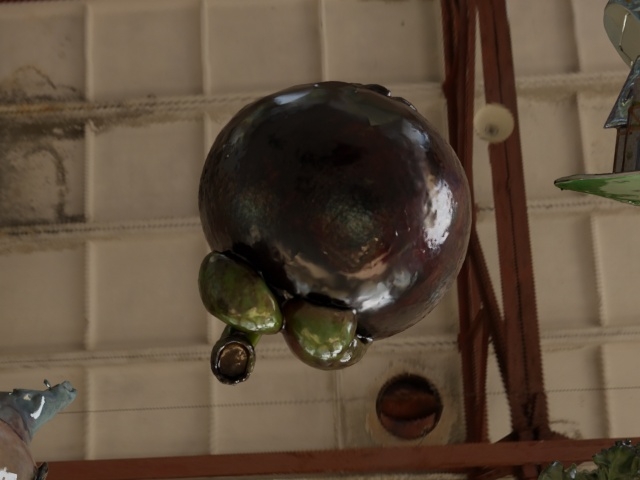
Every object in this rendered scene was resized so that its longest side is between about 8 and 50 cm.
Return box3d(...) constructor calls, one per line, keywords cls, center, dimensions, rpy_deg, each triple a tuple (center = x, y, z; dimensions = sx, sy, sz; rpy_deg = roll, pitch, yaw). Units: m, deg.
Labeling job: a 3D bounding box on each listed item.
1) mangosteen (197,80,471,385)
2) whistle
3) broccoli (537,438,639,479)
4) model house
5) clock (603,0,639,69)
box3d(cls="mangosteen", center=(0.000, 0.000, 1.030), dimensions=(0.306, 0.306, 0.360), rpy_deg=(25, -96, 10))
box3d(cls="whistle", center=(-0.350, 0.212, 0.927), dimensions=(0.189, 0.348, 0.189), rpy_deg=(2, -74, 7))
box3d(cls="broccoli", center=(0.194, 0.232, 0.646), dimensions=(0.122, 0.118, 0.204), rpy_deg=(47, -113, -3))
box3d(cls="model house", center=(0.220, -0.060, 0.501), dimensions=(0.167, 0.117, 0.088), rpy_deg=(11, -96, -23))
box3d(cls="clock", center=(0.405, -0.221, 1.004), dimensions=(0.144, 0.103, 0.231), rpy_deg=(-22, -123, -8))
